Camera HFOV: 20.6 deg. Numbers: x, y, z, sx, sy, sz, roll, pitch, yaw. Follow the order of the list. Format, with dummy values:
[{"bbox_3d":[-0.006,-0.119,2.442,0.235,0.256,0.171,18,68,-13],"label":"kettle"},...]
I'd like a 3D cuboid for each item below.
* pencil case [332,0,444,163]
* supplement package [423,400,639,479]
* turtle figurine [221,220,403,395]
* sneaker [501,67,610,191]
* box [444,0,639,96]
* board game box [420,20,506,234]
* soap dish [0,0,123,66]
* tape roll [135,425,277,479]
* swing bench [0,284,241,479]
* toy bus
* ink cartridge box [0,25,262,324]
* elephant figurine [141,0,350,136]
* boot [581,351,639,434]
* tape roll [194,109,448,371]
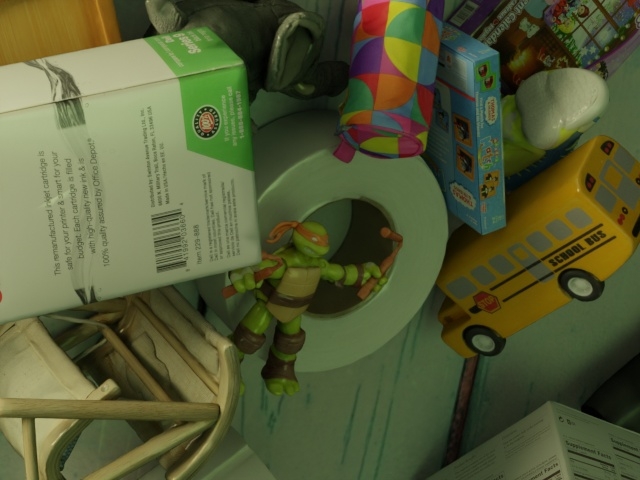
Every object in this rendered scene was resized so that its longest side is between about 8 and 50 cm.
[{"bbox_3d":[0.073,-0.200,1.846,0.104,0.104,0.236,24,69,-38],"label":"pencil case"},{"bbox_3d":[0.273,0.343,2.212,0.204,0.145,0.262,22,134,-38],"label":"supplement package"},{"bbox_3d":[-0.048,0.059,1.841,0.269,0.087,0.217,-3,127,-45],"label":"turtle figurine"},{"bbox_3d":[0.257,-0.120,2.000,0.126,0.240,0.091,20,62,-37],"label":"sneaker"},{"bbox_3d":[0.301,-0.287,2.022,0.293,0.057,0.201,-48,130,-1],"label":"box"},{"bbox_3d":[0.143,-0.132,1.940,0.039,0.160,0.211,-19,123,-23],"label":"board game box"},{"bbox_3d":[-0.286,-0.155,1.691,0.229,0.118,0.291,-24,124,-19],"label":"soap dish"},{"bbox_3d":[-0.109,0.347,1.985,0.169,0.246,0.246,-36,128,-10],"label":"tape roll"},{"bbox_3d":[-0.244,0.141,1.787,0.254,0.253,0.165,-13,121,-25],"label":"swing bench"},{"bbox_3d":[0.243,0.016,2.013,0.130,0.332,0.108,41,50,-12],"label":"toy bus"},{"bbox_3d":[-0.213,-0.060,1.616,0.289,0.121,0.211,-13,120,-17],"label":"ink cartridge box"},{"bbox_3d":[-0.066,-0.202,1.800,0.239,0.186,0.169,-33,91,-26],"label":"elephant figurine"},{"bbox_3d":[0.515,0.090,2.314,0.445,0.146,0.367,-38,127,-4],"label":"boot"},{"bbox_3d":[0.000,0.000,1.961,0.286,0.100,0.286,-14,121,-25],"label":"tape roll"}]
